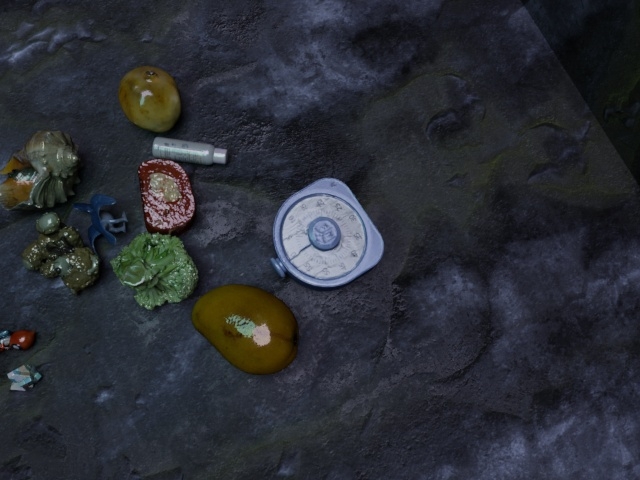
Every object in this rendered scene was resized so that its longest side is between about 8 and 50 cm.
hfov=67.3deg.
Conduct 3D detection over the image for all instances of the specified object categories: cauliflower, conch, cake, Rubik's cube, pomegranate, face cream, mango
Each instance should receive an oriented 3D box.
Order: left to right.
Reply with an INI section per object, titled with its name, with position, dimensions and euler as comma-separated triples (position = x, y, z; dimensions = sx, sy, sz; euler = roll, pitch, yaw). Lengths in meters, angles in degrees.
[Rubik's cube]
position = -0.969, 0.453, 1.568
dimensions = 0.075, 0.084, 0.073
euler = -33, 77, 7
[conch]
position = -0.958, -0.214, 1.663
dimensions = 0.353, 0.210, 0.296
euler = -18, 55, 36
[cauliflower]
position = -0.561, 0.096, 1.580
dimensions = 0.275, 0.250, 0.272
euler = -26, 84, 13
[pomegranate]
position = -0.614, -0.508, 1.737
dimensions = 0.234, 0.233, 0.232
euler = 1, 77, -3
[cake]
position = -0.539, -0.146, 1.696
dimensions = 0.177, 0.151, 0.282
euler = -9, 77, -19
[face cream]
position = -0.474, -0.325, 1.771
dimensions = 0.269, 0.082, 0.081
euler = 7, 77, -3
[mango]
position = -0.244, 0.282, 1.583
dimensions = 0.378, 0.221, 0.263
euler = 24, 80, 11

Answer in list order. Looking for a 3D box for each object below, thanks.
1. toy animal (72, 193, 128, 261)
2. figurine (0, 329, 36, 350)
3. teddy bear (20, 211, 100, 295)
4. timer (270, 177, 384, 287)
[toy animal]
position = -0.764, -0.060, 1.663
dimensions = 0.177, 0.255, 0.239
euler = 3, 118, -27
[figurine]
position = -1.023, 0.334, 1.600
dimensions = 0.140, 0.068, 0.074
euler = -11, 75, -12
[teddy bear]
position = -0.858, 0.060, 1.625
dimensions = 0.267, 0.156, 0.256
euler = -44, 81, 29
[timer]
position = 0.000, 0.000, 1.681
dimensions = 0.396, 0.173, 0.394
euler = 1, 78, -4
